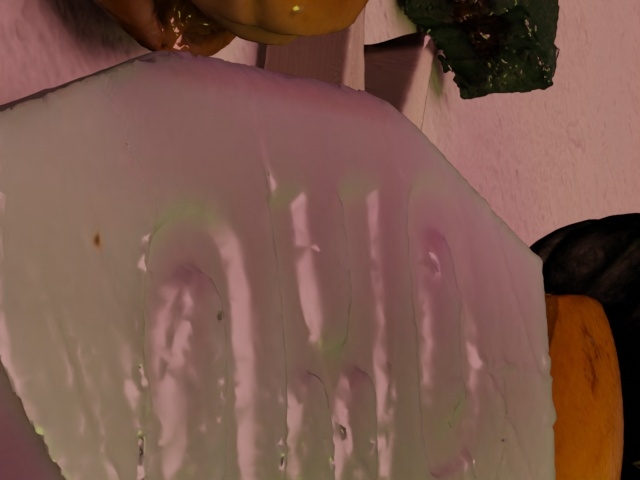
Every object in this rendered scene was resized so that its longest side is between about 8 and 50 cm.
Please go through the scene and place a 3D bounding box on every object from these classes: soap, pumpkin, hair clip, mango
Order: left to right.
[{"bbox_3d":[-0.057,0.057,0.760,0.446,0.156,0.261,5,81,-57],"label":"soap"},{"bbox_3d":[0.004,0.000,1.068,0.101,0.085,0.331,43,48,-54],"label":"hair clip"},{"bbox_3d":[0.117,0.128,1.121,0.199,0.201,0.350,39,18,-8],"label":"mango"},{"bbox_3d":[0.238,0.135,1.365,0.296,0.296,0.296,-5,90,-66],"label":"pumpkin"}]

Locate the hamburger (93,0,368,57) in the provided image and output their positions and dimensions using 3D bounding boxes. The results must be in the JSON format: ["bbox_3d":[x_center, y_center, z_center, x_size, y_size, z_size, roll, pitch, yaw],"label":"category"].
[{"bbox_3d":[-0.058,-0.247,0.895,0.318,0.158,0.319,27,59,-60],"label":"hamburger"}]

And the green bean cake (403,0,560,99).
[{"bbox_3d":[0.112,-0.228,1.341,0.208,0.107,0.193,27,64,-62],"label":"green bean cake"}]
